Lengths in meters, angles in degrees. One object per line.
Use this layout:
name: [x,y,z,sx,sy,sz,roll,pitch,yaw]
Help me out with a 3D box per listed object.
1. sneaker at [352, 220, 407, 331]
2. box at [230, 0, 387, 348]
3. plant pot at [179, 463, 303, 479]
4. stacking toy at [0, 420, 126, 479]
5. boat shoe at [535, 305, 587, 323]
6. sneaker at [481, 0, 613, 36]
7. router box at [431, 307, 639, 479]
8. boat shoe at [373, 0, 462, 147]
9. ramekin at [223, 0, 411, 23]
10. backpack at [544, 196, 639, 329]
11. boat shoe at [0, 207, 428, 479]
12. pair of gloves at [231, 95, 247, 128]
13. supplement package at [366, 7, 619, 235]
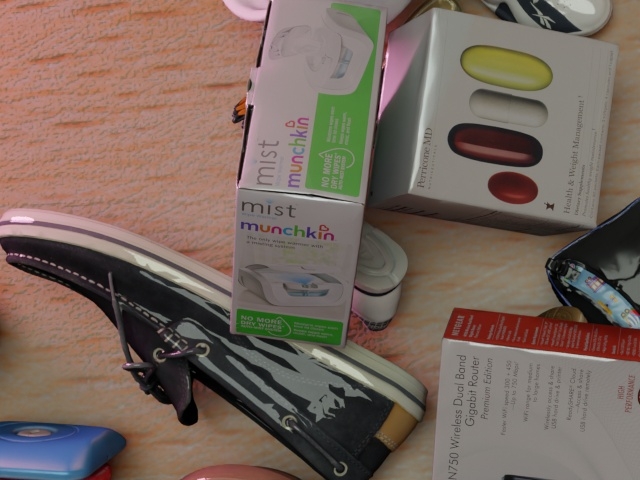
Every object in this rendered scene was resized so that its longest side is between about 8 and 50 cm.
sneaker: [0.000,0.000,1.870,0.090,0.095,0.235,-28,57,-21]
box: [-0.014,-0.070,1.715,0.126,0.231,0.262,8,50,1]
plant pot: [-0.055,0.318,1.805,0.237,0.110,0.237,10,119,19]
stacking toy: [-0.305,0.350,1.864,0.165,0.175,0.302,2,97,11]
boat shoe: [0.227,0.119,1.792,0.059,0.170,0.063,38,55,-12]
sneaker: [0.197,-0.296,1.835,0.235,0.153,0.094,36,92,12]
router box: [0.262,0.249,1.725,0.301,0.082,0.335,6,112,11]
boat shoe: [0.094,-0.186,1.881,0.068,0.072,0.190,29,89,12]
ramekin: [0.016,-0.345,1.819,0.277,0.135,0.277,-26,58,49]
backpack: [0.335,0.058,1.786,0.158,0.117,0.173,-35,78,4]
boat shoe: [-0.135,0.110,1.833,0.500,0.187,0.156,27,83,7]
pair of gloves: [-0.052,-0.130,1.912,0.074,0.010,0.083,-33,74,-27]
supplement package: [0.174,-0.117,1.786,0.203,0.149,0.194,9,84,-14]
